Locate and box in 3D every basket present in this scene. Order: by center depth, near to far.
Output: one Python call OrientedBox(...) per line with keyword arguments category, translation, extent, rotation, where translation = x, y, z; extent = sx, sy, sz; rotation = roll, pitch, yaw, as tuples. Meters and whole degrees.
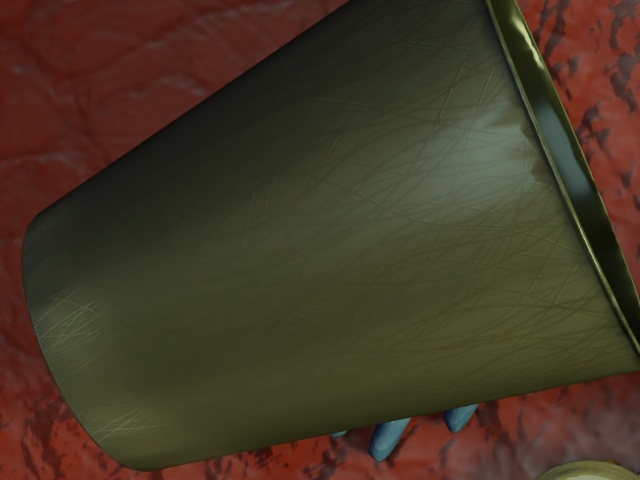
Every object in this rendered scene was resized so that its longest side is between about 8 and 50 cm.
OrientedBox(category="basket", translation=(0.000, 0.000, 0.672), extent=(0.226, 0.154, 0.204), rotation=(-23, 79, 14))

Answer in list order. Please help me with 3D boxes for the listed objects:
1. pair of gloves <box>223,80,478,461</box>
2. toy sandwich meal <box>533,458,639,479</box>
OrientedBox(category="pair of gloves", translation=(0.013, 0.001, 0.755), extent=(0.198, 0.023, 0.159), rotation=(36, 91, 19))
OrientedBox(category="toy sandwich meal", translation=(0.125, 0.135, 0.695), extent=(0.085, 0.029, 0.086), rotation=(-2, 84, 21))
